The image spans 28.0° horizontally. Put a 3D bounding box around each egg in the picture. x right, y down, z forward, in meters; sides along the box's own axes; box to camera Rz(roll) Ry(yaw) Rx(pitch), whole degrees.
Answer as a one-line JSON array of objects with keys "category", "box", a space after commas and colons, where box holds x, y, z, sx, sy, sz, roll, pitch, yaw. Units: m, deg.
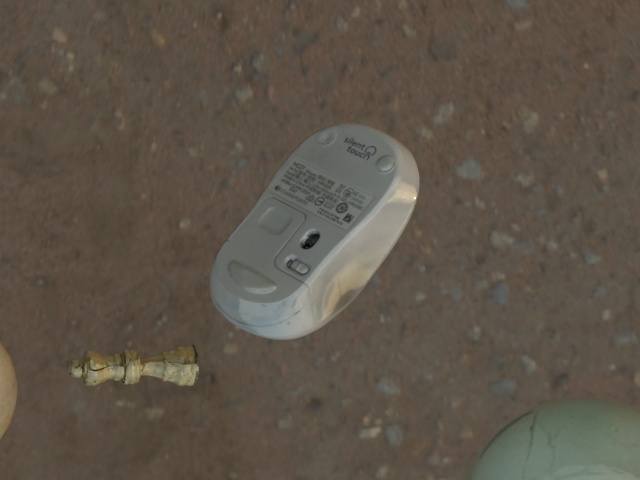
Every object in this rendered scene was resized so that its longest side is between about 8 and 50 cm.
[{"category": "egg", "box": [0.169, 0.195, 0.779, 0.182, 0.183, 0.264, -17, 138, 7]}]

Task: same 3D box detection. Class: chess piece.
[{"category": "chess piece", "box": [-0.255, 0.172, 1.746, 0.172, 0.060, 0.060, 0, 122, -20]}]

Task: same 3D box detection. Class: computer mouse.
[{"category": "computer mouse", "box": [0.000, 0.000, 1.544, 0.297, 0.184, 0.121, -53, 141, -19]}]

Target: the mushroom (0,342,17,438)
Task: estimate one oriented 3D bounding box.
[{"category": "mushroom", "box": [-0.462, 0.168, 1.472, 0.207, 0.207, 0.215, -16, 142, 7]}]
